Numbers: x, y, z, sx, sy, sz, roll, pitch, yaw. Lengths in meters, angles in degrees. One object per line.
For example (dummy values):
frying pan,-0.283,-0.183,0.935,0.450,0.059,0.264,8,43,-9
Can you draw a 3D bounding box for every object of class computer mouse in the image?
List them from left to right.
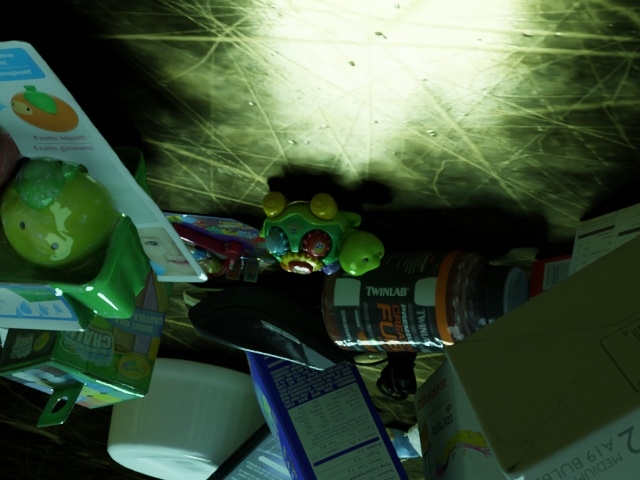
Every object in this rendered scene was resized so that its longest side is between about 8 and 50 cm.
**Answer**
computer mouse,-0.005,0.086,1.515,0.262,0.060,0.184,18,-162,6

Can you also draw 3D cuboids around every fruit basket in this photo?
fruit basket,-0.311,-0.050,1.225,0.327,0.165,0.353,1,154,24

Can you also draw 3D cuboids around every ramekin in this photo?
ramekin,-0.187,0.282,2.050,0.277,0.135,0.277,10,159,4

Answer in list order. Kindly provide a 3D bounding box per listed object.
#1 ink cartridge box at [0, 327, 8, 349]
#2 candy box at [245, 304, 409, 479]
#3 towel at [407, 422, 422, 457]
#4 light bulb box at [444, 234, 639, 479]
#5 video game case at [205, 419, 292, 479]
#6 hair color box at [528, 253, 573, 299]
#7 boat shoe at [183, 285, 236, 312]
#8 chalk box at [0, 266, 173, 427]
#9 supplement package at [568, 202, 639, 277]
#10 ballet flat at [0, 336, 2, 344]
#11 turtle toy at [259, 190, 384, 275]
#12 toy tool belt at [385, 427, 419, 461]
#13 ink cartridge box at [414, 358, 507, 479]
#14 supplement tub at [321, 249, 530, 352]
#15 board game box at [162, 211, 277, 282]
ink cartridge box,-0.363,0.091,1.709,0.052,0.088,0.122,16,158,-6
candy box,0.024,0.271,1.662,0.122,0.317,0.268,-22,160,-7
towel,0.296,0.335,1.905,0.317,0.053,0.332,40,156,-1
light bulb box,0.339,0.165,0.958,0.358,0.225,0.361,-31,107,6
video game case,-0.054,0.322,1.970,0.026,0.274,0.196,47,-177,37
hair color box,0.281,0.059,1.374,0.141,0.043,0.072,26,153,-36
boat shoe,-0.102,0.075,1.605,0.137,0.049,0.043,-4,116,34
chalk box,-0.266,0.110,1.535,0.132,0.213,0.132,25,155,-33
supplement package,0.365,0.072,1.174,0.262,0.145,0.204,14,171,-9
ballet flat,-0.464,0.078,1.767,0.084,0.058,0.250,-1,156,27
turtle toy,0.000,0.000,1.328,0.130,0.066,0.095,3,158,20
toy tool belt,0.132,0.313,2.091,0.083,0.052,0.051,15,167,-14
ink cartridge box,0.222,0.265,1.630,0.168,0.232,0.171,-2,160,-13
supplement tub,0.107,0.061,1.380,0.198,0.106,0.106,-2,156,30
board game box,-0.130,0.012,1.471,0.169,0.033,0.133,5,159,13
